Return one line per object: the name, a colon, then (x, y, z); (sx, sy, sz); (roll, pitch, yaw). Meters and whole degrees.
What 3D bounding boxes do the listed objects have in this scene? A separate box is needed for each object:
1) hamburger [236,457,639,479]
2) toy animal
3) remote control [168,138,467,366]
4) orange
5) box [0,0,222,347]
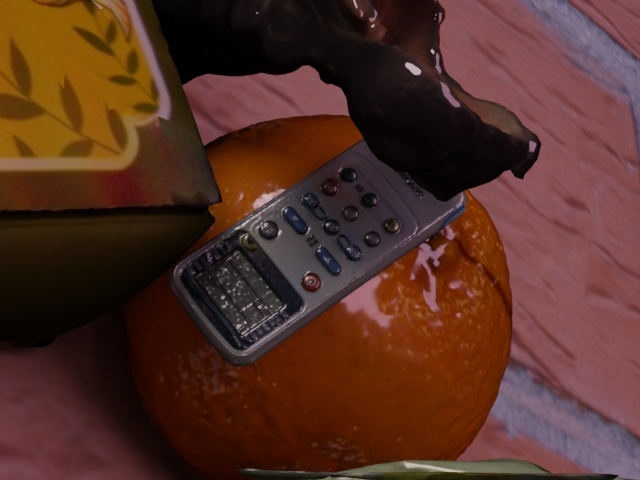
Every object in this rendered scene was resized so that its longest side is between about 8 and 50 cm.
hamburger: (0.009, 0.168, 0.567); (0.150, 0.260, 0.276); (-118, -173, -45)
toy animal: (-0.023, -0.129, 0.613); (0.106, 0.343, 0.168); (14, 94, -34)
remote control: (0.000, 0.000, 0.583); (0.124, 0.018, 0.053); (-34, 75, -16)
orange: (0.004, 0.031, 0.676); (0.193, 0.161, 0.193); (18, 63, -41)
box: (-0.262, -0.160, 0.512); (0.373, 0.138, 0.420); (-2, 67, -51)
